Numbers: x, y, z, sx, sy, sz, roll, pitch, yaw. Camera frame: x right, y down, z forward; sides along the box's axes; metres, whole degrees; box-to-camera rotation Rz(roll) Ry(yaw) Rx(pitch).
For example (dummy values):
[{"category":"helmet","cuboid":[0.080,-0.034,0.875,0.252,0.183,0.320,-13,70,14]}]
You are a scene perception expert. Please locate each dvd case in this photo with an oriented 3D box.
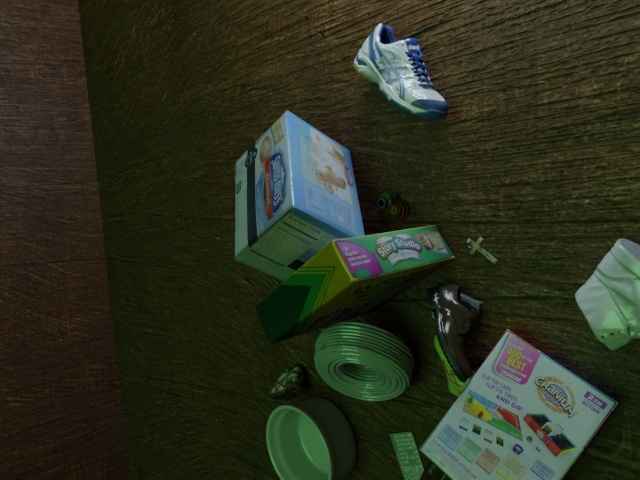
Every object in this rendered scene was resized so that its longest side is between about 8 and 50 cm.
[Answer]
[{"category":"dvd case","cuboid":[0.316,0.163,1.235,0.119,0.013,0.087,24,113,41]}]

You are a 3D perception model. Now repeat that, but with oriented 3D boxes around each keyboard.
[{"category":"keyboard","cuboid":[0.251,0.630,1.370,0.072,0.014,0.256,-27,78,44]}]

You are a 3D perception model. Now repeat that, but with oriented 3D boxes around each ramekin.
[{"category":"ramekin","cuboid":[-0.023,0.605,1.555,0.277,0.135,0.277,8,102,45]}]

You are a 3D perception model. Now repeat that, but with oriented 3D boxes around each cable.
[{"category":"cable","cuboid":[0.105,0.308,1.325,0.257,0.089,0.257,-25,123,41]}]

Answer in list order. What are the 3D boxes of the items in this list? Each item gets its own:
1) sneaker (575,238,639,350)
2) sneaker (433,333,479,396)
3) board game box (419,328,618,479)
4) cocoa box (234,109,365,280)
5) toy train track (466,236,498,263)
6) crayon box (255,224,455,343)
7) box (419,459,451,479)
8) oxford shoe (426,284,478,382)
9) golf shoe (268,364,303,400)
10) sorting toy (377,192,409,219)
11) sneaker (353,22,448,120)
[{"category":"sneaker","cuboid":[0.587,0.153,0.907,0.292,0.108,0.169,54,132,37]},{"category":"sneaker","cuboid":[0.317,0.310,1.211,0.208,0.081,0.094,60,137,22]},{"category":"board game box","cuboid":[0.390,0.378,1.051,0.242,0.064,0.316,37,89,36]},{"category":"cocoa box","cuboid":[-0.059,-0.101,1.313,0.228,0.231,0.347,-39,40,33]},{"category":"toy train track","cuboid":[0.359,0.024,1.171,0.083,0.014,0.048,44,124,31]},{"category":"crayon box","cuboid":[0.082,0.097,1.210,0.313,0.363,0.106,-40,68,41]},{"category":"box","cuboid":[0.409,0.576,1.119,0.381,0.143,0.191,33,118,35]},{"category":"oxford shoe","cuboid":[0.302,0.194,1.147,0.096,0.083,0.227,-17,58,16]},{"category":"golf shoe","cuboid":[-0.106,0.459,1.676,0.186,0.067,0.086,-41,36,45]},{"category":"sorting toy","cuboid":[0.175,-0.090,1.317,0.102,0.042,0.061,28,115,39]},{"category":"sneaker","cuboid":[0.193,-0.392,1.206,0.296,0.112,0.131,48,126,28]}]
